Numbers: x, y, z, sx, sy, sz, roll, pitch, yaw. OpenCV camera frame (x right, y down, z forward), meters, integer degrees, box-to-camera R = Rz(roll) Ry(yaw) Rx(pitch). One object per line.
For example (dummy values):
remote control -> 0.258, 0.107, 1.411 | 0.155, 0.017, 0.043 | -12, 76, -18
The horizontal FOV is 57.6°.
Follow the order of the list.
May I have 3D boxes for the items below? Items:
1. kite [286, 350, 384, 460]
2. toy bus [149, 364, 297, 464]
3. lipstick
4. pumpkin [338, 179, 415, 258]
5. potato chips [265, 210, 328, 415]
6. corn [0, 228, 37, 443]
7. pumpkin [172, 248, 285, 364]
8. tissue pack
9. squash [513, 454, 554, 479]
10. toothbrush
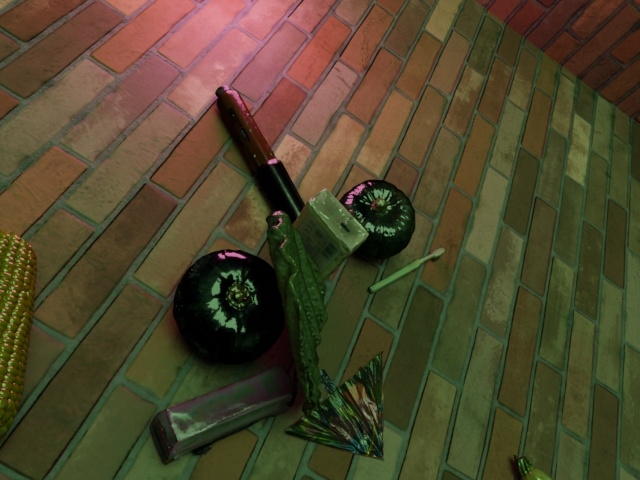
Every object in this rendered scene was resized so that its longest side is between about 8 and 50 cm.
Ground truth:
kite -> 0.074, 0.371, 1.256 | 0.321, 0.016, 0.234 | -30, 78, -38
toy bus -> -0.171, 0.320, 1.094 | 0.273, 0.112, 0.090 | -15, 62, -35
lipstick -> -0.152, -0.215, 1.451 | 0.077, 0.077, 0.419 | -19, 71, -36
pumpkin -> 0.139, -0.057, 1.466 | 0.211, 0.152, 0.212 | 13, 52, -17
potato chips -> -0.036, 0.125, 1.127 | 0.069, 0.430, 0.359 | -9, 37, 4
corn -> -0.550, 0.155, 0.961 | 0.143, 0.144, 0.388 | 11, 58, -23
pumpkin -> -0.178, 0.133, 1.166 | 0.233, 0.163, 0.233 | 11, 60, -21
tissue pack -> 0.000, 0.000, 1.325 | 0.148, 0.196, 0.092 | 48, 49, 7
squash -> 0.529, 0.585, 1.344 | 0.224, 0.094, 0.094 | 46, 50, 11
toothbrush -> 0.229, 0.074, 1.516 | 0.294, 0.028, 0.026 | -22, 52, -37
